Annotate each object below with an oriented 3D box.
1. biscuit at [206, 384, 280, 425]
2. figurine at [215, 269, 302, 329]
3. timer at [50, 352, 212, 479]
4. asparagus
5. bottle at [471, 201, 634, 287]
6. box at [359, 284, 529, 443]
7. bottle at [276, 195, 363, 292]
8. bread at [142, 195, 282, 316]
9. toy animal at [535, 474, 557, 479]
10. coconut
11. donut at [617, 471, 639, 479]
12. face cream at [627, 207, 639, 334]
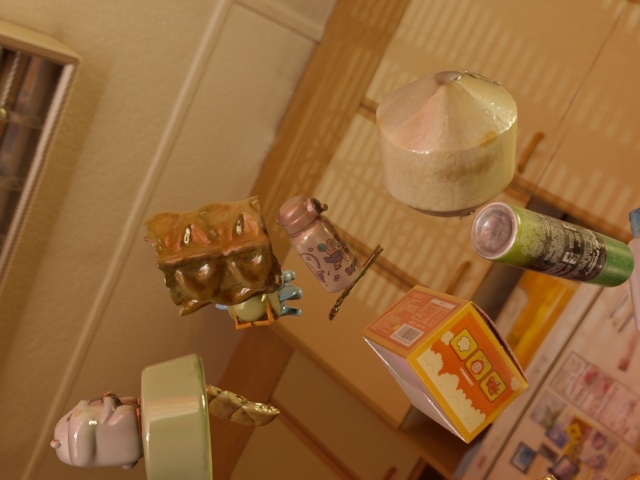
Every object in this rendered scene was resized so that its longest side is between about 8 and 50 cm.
[{"bbox_3d":[-0.260,0.488,2.013,0.299,0.045,0.154,29,-42,-35],"label":"biscuit"},{"bbox_3d":[-0.132,0.126,1.686,0.262,0.179,0.154,-33,-38,-60],"label":"figurine"},{"bbox_3d":[-0.396,0.396,1.448,0.315,0.291,0.291,-3,-52,-13],"label":"timer"},{"bbox_3d":[0.093,0.113,1.877,0.249,0.024,0.025,-53,11,-6],"label":"asparagus"},{"bbox_3d":[0.391,0.014,1.131,0.329,0.093,0.093,13,-70,-35],"label":"bottle"},{"bbox_3d":[0.284,0.271,1.612,0.213,0.283,0.260,-40,-75,-10],"label":"box"},{"bbox_3d":[0.000,0.000,1.426,0.209,0.110,0.097,54,-154,-20],"label":"bottle"},{"bbox_3d":[-0.223,0.032,1.484,0.251,0.196,0.239,-19,-67,-6],"label":"bread"},{"bbox_3d":[0.583,0.612,1.648,0.184,0.185,0.104,39,-113,-49],"label":"toy animal"},{"bbox_3d":[0.259,-0.215,1.455,0.323,0.323,0.323,-33,-38,-31],"label":"coconut"},{"bbox_3d":[0.417,0.334,0.722,0.253,0.253,0.119,-20,-70,-42],"label":"donut"},{"bbox_3d":[0.782,0.077,1.629,0.163,0.080,0.337,26,-125,-34],"label":"face cream"}]
